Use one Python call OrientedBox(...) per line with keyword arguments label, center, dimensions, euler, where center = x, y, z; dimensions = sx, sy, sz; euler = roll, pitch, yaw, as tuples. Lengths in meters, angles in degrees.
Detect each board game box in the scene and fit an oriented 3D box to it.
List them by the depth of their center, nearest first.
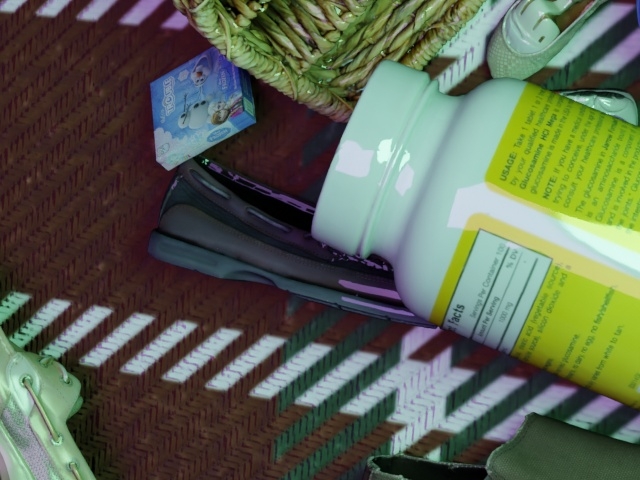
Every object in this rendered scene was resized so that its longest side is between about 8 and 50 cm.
OrientedBox(label="board game box", center=(-0.099, -0.114, 1.423), dimensions=(0.090, 0.020, 0.090), euler=(-28, 48, 22))

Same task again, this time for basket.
OrientedBox(label="basket", center=(0.023, -0.256, 1.284), dimensions=(0.299, 0.213, 0.223), euler=(-43, 77, 19))

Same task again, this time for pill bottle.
OrientedBox(label="pill bottle", center=(0.172, -0.003, 1.223), dimensions=(0.334, 0.188, 0.188), euler=(23, 102, 6))

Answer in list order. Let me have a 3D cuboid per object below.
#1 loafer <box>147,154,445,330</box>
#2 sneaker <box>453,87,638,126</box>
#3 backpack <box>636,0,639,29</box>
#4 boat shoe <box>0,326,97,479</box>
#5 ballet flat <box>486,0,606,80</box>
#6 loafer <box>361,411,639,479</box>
OrientedBox(label="loafer", center=(0.000, 0.000, 1.373), dimensions=(0.303, 0.109, 0.095), euler=(13, 94, 24))
OrientedBox(label="sneaker", center=(0.157, -0.082, 1.323), dimensions=(0.170, 0.068, 0.071), euler=(3, 101, 21))
OrientedBox(label="backpack", center=(0.339, -0.209, 1.150), dimensions=(0.276, 0.213, 0.263), euler=(26, 101, 46))
OrientedBox(label="boat shoe", center=(-0.257, 0.148, 1.497), dimensions=(0.098, 0.109, 0.302), euler=(-22, 83, -18))
OrientedBox(label="ballet flat", center=(0.183, -0.187, 1.310), dimensions=(0.168, 0.052, 0.057), euler=(-44, 69, 19))
OrientedBox(label="loafer", center=(0.178, 0.195, 1.295), dimensions=(0.366, 0.134, 0.130), euler=(-12, 90, 22))
